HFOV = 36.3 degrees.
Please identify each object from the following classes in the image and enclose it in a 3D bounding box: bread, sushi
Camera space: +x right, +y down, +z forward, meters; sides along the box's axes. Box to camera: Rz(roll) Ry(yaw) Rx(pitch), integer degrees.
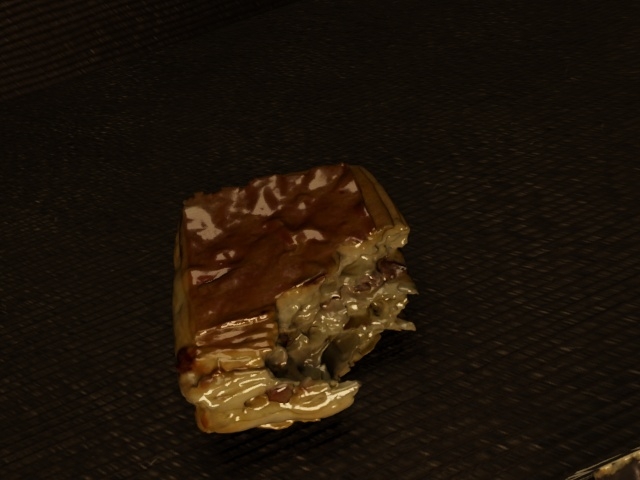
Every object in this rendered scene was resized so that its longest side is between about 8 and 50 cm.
[{"bbox_3d":[-0.030,0.081,1.235,0.314,0.191,0.370,-12,42,-6],"label":"bread"},{"bbox_3d":[0.320,0.211,0.893,0.231,0.219,0.047,-19,69,-8],"label":"sushi"}]
